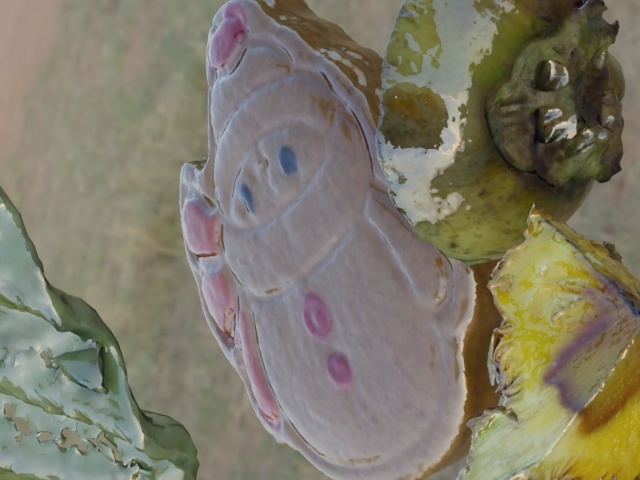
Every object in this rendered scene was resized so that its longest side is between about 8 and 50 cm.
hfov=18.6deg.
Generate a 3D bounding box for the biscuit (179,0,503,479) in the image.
[{"bbox_3d":[0.000,0.000,1.447,0.359,0.074,0.381,-34,77,54],"label":"biscuit"}]

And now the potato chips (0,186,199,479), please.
[{"bbox_3d":[-0.231,0.092,0.796,0.389,0.373,0.097,-19,36,20],"label":"potato chips"}]

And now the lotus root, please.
[{"bbox_3d":[0.121,-0.086,1.106,0.078,0.183,0.204,14,77,43],"label":"lotus root"}]

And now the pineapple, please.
[{"bbox_3d":[0.092,0.058,0.688,0.114,0.114,0.077,-49,7,-5],"label":"pineapple"}]
